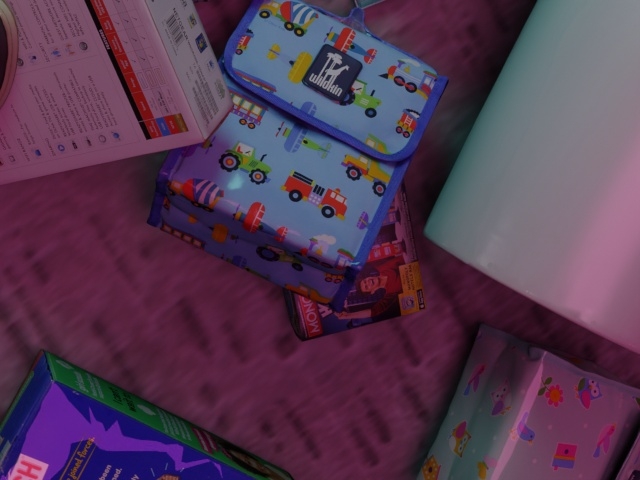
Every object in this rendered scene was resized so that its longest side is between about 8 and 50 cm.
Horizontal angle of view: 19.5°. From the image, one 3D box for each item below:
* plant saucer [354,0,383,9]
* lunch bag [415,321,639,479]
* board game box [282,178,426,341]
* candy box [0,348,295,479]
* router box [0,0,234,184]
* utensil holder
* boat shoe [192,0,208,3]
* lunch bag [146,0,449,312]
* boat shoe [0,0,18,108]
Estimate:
[{"bbox_3d":[0.114,-0.310,1.983,0.192,0.018,0.067,-22,105,-10],"label":"plant saucer"},{"bbox_3d":[0.267,0.241,2.057,0.262,0.160,0.223,24,90,-30],"label":"lunch bag"},{"bbox_3d":[0.000,0.000,1.986,0.194,0.060,0.194,-13,104,-12],"label":"board game box"},{"bbox_3d":[-0.215,0.308,1.950,0.317,0.122,0.268,29,92,-20],"label":"candy box"},{"bbox_3d":[-0.281,-0.227,1.743,0.301,0.082,0.335,-9,117,26],"label":"router box"},{"bbox_3d":[0.327,-0.104,1.924,0.328,0.327,0.385,25,95,-18],"label":"utensil holder"},{"bbox_3d":[-0.089,-0.423,1.844,0.156,0.136,0.367,-9,105,-14],"label":"boat shoe"},{"bbox_3d":[-0.013,-0.112,1.902,0.221,0.138,0.293,25,66,0],"label":"lunch bag"},{"bbox_3d":[-0.372,-0.116,1.738,0.103,0.092,0.285,38,126,-3],"label":"boat shoe"}]
